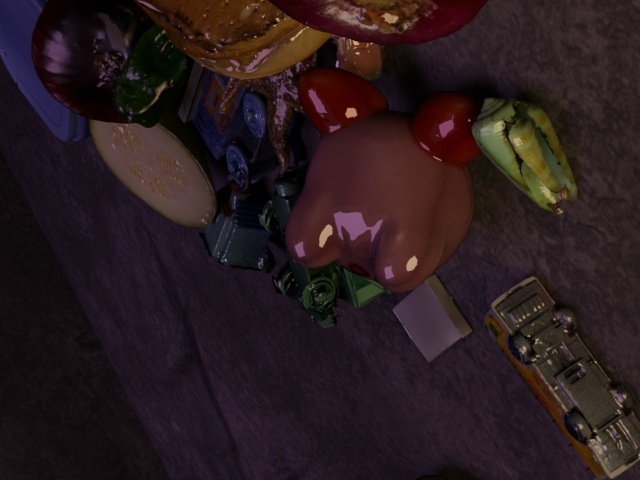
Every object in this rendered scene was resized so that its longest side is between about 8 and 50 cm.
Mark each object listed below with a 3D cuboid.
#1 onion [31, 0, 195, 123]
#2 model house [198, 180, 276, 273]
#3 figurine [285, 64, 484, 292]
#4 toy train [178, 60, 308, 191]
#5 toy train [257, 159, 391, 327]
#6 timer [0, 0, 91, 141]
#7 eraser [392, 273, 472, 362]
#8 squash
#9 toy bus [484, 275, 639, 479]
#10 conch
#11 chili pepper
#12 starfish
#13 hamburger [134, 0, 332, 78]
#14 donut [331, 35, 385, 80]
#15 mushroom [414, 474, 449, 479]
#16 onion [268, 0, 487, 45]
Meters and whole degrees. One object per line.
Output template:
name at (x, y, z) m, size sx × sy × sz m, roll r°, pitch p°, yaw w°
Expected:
onion at (-0.344, -0.336, 2.275) m, size 0.285 × 0.273 × 0.273 m, roll -109°, pitch 10°, yaw -48°
model house at (-0.130, -0.044, 2.372) m, size 0.148 × 0.119 × 0.148 m, roll -115°, pitch 37°, yaw -54°
figurine at (0.098, -0.069, 1.775) m, size 0.270 × 0.211 × 0.261 m, roll 13°, pitch 90°, yaw 26°
toy train at (-0.106, -0.214, 2.102) m, size 0.202 × 0.131 × 0.299 m, roll 58°, pitch 154°, yaw 15°
toy train at (0.000, 0.000, 2.087) m, size 0.115 × 0.154 × 0.269 m, roll 24°, pitch 138°, yaw 51°
timer at (-0.486, -0.407, 2.546) m, size 0.395 × 0.173 × 0.395 m, roll 45°, pitch 153°, yaw 30°
eraser at (0.167, 0.119, 2.055) m, size 0.104 × 0.023 × 0.150 m, roll 57°, pitch 156°, yaw 8°
squash at (-0.296, -0.141, 2.392) m, size 0.189 × 0.189 × 0.260 m, roll 91°, pitch 164°, yaw -49°
toy bus at (0.315, 0.180, 1.768) m, size 0.268 × 0.092 × 0.106 m, roll 55°, pitch 165°, yaw 10°
conch at (0.250, -0.102, 1.605) m, size 0.170 × 0.079 × 0.106 m, roll 49°, pitch 164°, yaw -14°
chili pepper at (-0.234, -0.293, 2.133) m, size 0.099 × 0.253 × 0.083 m, roll 36°, pitch -177°, yaw 15°
starfish at (-0.051, -0.218, 1.880) m, size 0.236 × 0.062 × 0.277 m, roll 6°, pitch 116°, yaw 39°
hamburger at (-0.096, -0.358, 1.727) m, size 0.304 × 0.284 × 0.174 m, roll 41°, pitch 179°, yaw 36°
donut at (0.026, -0.290, 1.829) m, size 0.166 × 0.065 × 0.117 m, roll 49°, pitch 154°, yaw 19°
mushroom at (0.212, 0.529, 2.253) m, size 0.278 × 0.163 × 0.297 m, roll 13°, pitch 127°, yaw 59°
onion at (0.064, -0.405, 1.408) m, size 0.347 × 0.348 × 0.385 m, roll 99°, pitch 174°, yaw -54°
